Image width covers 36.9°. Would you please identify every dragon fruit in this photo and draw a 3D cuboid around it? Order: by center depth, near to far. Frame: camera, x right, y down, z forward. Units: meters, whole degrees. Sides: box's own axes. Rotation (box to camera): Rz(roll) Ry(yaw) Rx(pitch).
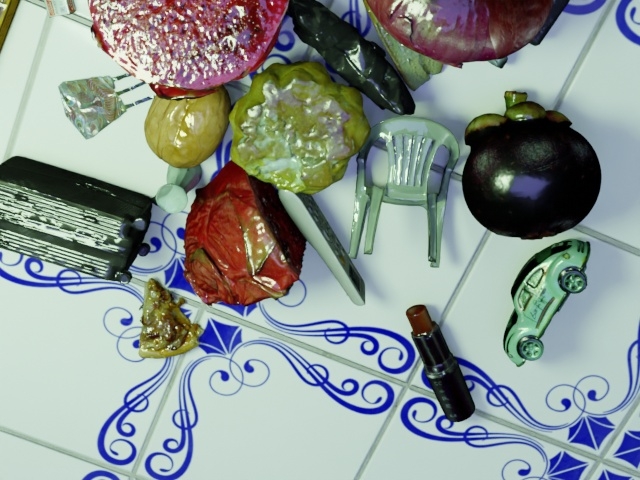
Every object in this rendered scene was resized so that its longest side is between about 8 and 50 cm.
[{"bbox_3d":[-0.238,-0.456,1.743,0.371,0.249,0.386,-44,97,5],"label":"dragon fruit"},{"bbox_3d":[-0.158,0.038,2.012,0.240,0.302,0.330,14,134,-38],"label":"dragon fruit"}]

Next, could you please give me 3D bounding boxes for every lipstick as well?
[{"bbox_3d":[0.263,0.270,2.129,0.081,0.081,0.300,-21,111,11],"label":"lipstick"}]

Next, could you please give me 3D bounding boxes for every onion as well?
[{"bbox_3d":[0.248,-0.481,1.663,0.347,0.348,0.285,11,156,-2],"label":"onion"}]

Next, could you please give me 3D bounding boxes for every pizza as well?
[{"bbox_3d":[-0.349,0.173,2.116,0.154,0.069,0.194,-11,114,8],"label":"pizza"}]

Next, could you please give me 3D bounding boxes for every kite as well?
[{"bbox_3d":[-0.416,-0.290,1.955,0.229,0.016,0.127,-15,115,12],"label":"kite"}]

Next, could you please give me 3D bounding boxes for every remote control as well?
[{"bbox_3d":[0.000,0.000,2.008,0.055,0.109,0.313,-28,109,13],"label":"remote control"}]

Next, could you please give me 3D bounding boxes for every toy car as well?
[{"bbox_3d":[0.462,0.121,2.034,0.125,0.136,0.306,30,113,4],"label":"toy car"}]

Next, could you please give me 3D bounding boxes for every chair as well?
[{"bbox_3d":[0.170,-0.093,1.928,0.203,0.190,0.275,5,85,-1],"label":"chair"}]

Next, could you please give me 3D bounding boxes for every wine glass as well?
[{"bbox_3d":[-0.287,-0.111,1.948,0.073,0.155,0.073,1,117,2],"label":"wine glass"}]

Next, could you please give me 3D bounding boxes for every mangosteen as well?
[{"bbox_3d":[0.404,-0.153,1.873,0.275,0.275,0.302,-10,76,6],"label":"mangosteen"}]

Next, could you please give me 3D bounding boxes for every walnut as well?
[{"bbox_3d":[-0.259,-0.240,1.895,0.159,0.159,0.207,24,108,-8],"label":"walnut"}]

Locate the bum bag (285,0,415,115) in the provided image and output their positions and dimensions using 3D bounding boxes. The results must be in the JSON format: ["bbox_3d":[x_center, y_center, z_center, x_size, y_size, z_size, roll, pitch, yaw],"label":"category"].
[{"bbox_3d":[0.059,-0.356,1.836,0.340,0.144,0.095,42,106,-14],"label":"bum bag"}]

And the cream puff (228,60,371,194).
[{"bbox_3d":[-0.044,-0.225,1.874,0.281,0.185,0.282,0,114,0],"label":"cream puff"}]

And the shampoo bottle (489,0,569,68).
[{"bbox_3d":[0.418,-0.464,1.820,0.098,0.071,0.309,28,113,-13],"label":"shampoo bottle"}]

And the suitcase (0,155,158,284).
[{"bbox_3d":[-0.508,-0.052,1.943,0.335,0.229,0.152,18,105,-4],"label":"suitcase"}]

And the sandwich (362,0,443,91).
[{"bbox_3d":[0.157,-0.407,1.843,0.094,0.096,0.258,-30,111,8],"label":"sandwich"}]

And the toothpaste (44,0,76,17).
[{"bbox_3d":[-0.520,-0.530,1.841,0.047,0.040,0.196,-6,112,9],"label":"toothpaste"}]

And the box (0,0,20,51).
[{"bbox_3d":[-0.700,-0.450,1.857,0.192,0.084,0.301,26,111,-9],"label":"box"}]
